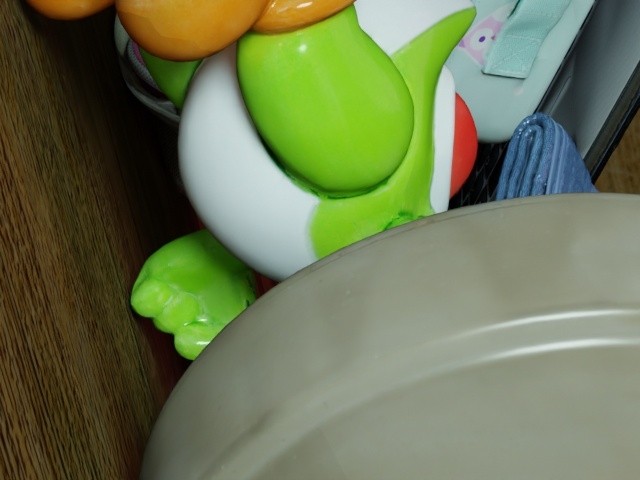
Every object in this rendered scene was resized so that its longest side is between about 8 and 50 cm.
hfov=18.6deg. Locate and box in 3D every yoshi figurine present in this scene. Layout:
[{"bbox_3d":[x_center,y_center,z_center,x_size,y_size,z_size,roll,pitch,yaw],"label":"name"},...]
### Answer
[{"bbox_3d":[-0.017,0.019,0.864,0.362,0.203,0.203,61,29,-31],"label":"yoshi figurine"}]

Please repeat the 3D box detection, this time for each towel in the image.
[{"bbox_3d":[0.111,0.001,0.878,0.119,0.029,0.067,51,43,-44],"label":"towel"}]

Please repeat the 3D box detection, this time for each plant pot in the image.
[{"bbox_3d":[0.097,0.190,0.697,0.280,0.323,0.323,-97,174,-49],"label":"plant pot"}]

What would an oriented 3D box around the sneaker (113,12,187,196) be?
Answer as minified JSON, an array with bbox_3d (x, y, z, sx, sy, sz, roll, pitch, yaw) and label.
[{"bbox_3d":[-0.074,-0.108,1.154,0.103,0.111,0.252,35,-37,23],"label":"sneaker"}]

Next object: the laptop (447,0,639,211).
[{"bbox_3d":[0.034,-0.160,1.152,0.408,0.236,0.382,-84,-165,-52],"label":"laptop"}]

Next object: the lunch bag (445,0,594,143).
[{"bbox_3d":[0.073,-0.199,0.947,0.279,0.108,0.224,-67,-148,31],"label":"lunch bag"}]
